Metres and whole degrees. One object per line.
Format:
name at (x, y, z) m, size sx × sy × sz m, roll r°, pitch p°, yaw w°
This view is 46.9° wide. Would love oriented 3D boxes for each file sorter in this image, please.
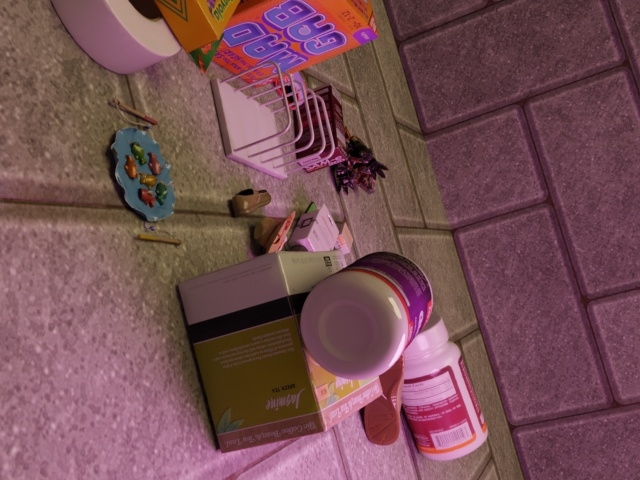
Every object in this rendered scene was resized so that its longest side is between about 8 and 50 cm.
file sorter at (-0.103, -0.286, 1.779) m, size 0.278 × 0.173 × 0.192 m, roll 16°, pitch 59°, yaw -65°

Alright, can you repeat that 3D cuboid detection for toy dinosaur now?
toy dinosaur at (0.092, -0.262, 2.339) m, size 0.322 × 0.164 × 0.218 m, roll 34°, pitch 24°, yaw -30°

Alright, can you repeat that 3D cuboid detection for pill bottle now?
pill bottle at (0.338, 0.436, 2.221) m, size 0.392 × 0.224 × 0.224 m, roll 70°, pitch 21°, yaw -8°
pill bottle at (0.098, 0.121, 1.328) m, size 0.323 × 0.182 × 0.181 m, roll -23°, pitch 95°, yaw -68°

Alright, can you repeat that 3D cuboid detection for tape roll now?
tape roll at (-0.370, -0.454, 1.354) m, size 0.286 × 0.100 × 0.286 m, roll 50°, pitch 30°, yaw -43°

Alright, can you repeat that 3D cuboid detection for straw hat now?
straw hat at (-0.118, -0.018, 1.674) m, size 0.061 × 0.144 × 0.144 m, roll 29°, pitch 25°, yaw 4°

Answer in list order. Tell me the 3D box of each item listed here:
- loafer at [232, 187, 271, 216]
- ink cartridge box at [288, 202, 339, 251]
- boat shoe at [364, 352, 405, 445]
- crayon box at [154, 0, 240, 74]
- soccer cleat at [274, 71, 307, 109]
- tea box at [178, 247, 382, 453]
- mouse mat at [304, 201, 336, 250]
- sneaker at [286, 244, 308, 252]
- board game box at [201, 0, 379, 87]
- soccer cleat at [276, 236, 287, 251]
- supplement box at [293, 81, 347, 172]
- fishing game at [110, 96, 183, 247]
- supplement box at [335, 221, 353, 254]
loafer at (-0.154, -0.094, 1.659) m, size 0.148 × 0.056 × 0.050 m, roll -47°, pitch 123°, yaw -66°
ink cartridge box at (-0.015, -0.007, 1.914) m, size 0.104 × 0.060 × 0.180 m, roll 62°, pitch 27°, yaw -24°
boat shoe at (0.159, 0.362, 1.935) m, size 0.110 × 0.122 × 0.340 m, roll -66°, pitch 158°, yaw -73°
crayon box at (-0.258, -0.506, 1.420) m, size 0.318 × 0.081 × 0.202 m, roll 59°, pitch 25°, yaw -32°
soccer cleat at (-0.109, -0.482, 2.051) m, size 0.248 × 0.083 × 0.095 m, roll 63°, pitch 28°, yaw -30°
tea box at (-0.065, 0.197, 1.424) m, size 0.329 × 0.220 × 0.323 m, roll -3°, pitch 77°, yaw -68°
mouse mat at (0.000, 0.000, 2.033) m, size 0.189 × 0.007 × 0.152 m, roll 64°, pitch 23°, yaw -17°
sneaker at (-0.030, 0.115, 1.735) m, size 0.101 × 0.106 × 0.267 m, roll 49°, pitch 30°, yaw -43°
board game box at (-0.119, -0.635, 1.756) m, size 0.356 × 0.357 × 0.356 m, roll 15°, pitch 60°, yaw -65°
soccer cleat at (-0.095, -0.001, 1.772) m, size 0.035 × 0.029 × 0.083 m, roll 50°, pitch 26°, yaw -37°
supplement box at (-0.003, -0.323, 2.110) m, size 0.073 × 0.130 × 0.239 m, roll 43°, pitch 36°, yaw -52°
fishing game at (-0.309, -0.124, 1.330) m, size 0.189 × 0.041 × 0.263 m, roll 23°, pitch 52°, yaw -66°
supplement box at (0.063, -0.005, 2.140) m, size 0.098 × 0.036 × 0.062 m, roll -68°, pitch 136°, yaw -66°
